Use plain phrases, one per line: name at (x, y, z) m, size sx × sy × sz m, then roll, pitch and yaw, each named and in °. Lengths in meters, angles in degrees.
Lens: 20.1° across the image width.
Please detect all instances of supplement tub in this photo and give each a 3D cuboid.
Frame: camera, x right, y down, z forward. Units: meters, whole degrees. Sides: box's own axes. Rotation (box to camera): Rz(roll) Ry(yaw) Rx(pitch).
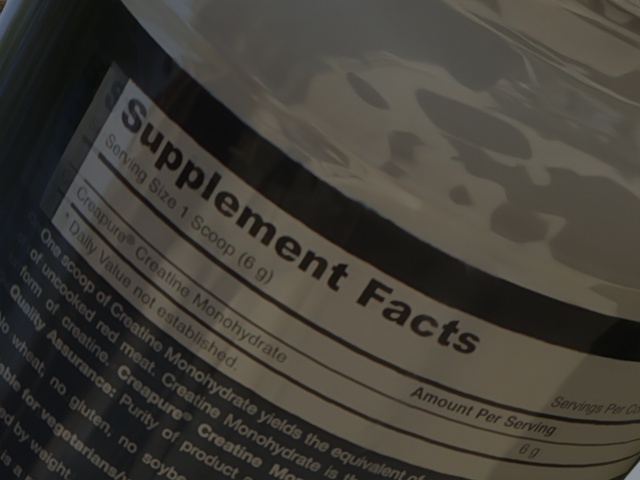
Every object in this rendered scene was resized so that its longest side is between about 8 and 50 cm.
supplement tub at (0.000, 0.000, 0.451) m, size 0.191 × 0.191 × 0.272 m, roll 0°, pitch -49°, yaw -49°

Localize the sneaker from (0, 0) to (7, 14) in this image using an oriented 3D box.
sneaker at (-0.189, -0.056, 0.915) m, size 0.066 × 0.071 × 0.188 m, roll 6°, pitch -26°, yaw -20°
